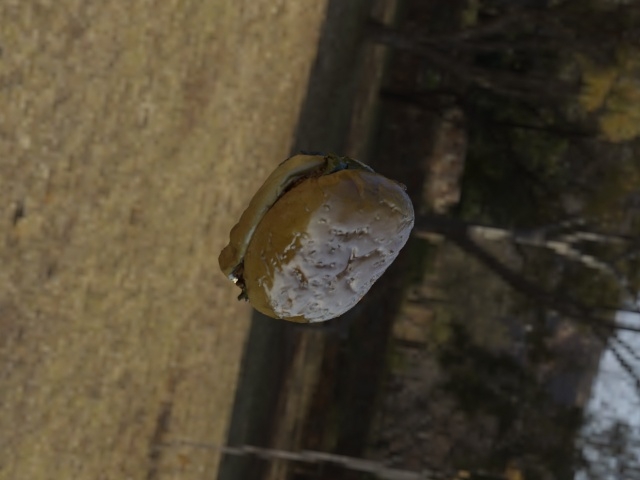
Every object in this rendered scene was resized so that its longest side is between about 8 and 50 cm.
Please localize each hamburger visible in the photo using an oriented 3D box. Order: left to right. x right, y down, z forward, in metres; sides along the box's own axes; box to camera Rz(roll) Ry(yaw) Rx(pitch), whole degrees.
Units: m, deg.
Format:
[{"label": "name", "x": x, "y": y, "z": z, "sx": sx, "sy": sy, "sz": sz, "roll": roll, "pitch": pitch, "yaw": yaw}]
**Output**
[{"label": "hamburger", "x": 0.000, "y": 0.000, "z": 0.638, "sx": 0.044, "sy": 0.076, "sz": 0.083, "roll": 52, "pitch": -57, "yaw": 38}]
